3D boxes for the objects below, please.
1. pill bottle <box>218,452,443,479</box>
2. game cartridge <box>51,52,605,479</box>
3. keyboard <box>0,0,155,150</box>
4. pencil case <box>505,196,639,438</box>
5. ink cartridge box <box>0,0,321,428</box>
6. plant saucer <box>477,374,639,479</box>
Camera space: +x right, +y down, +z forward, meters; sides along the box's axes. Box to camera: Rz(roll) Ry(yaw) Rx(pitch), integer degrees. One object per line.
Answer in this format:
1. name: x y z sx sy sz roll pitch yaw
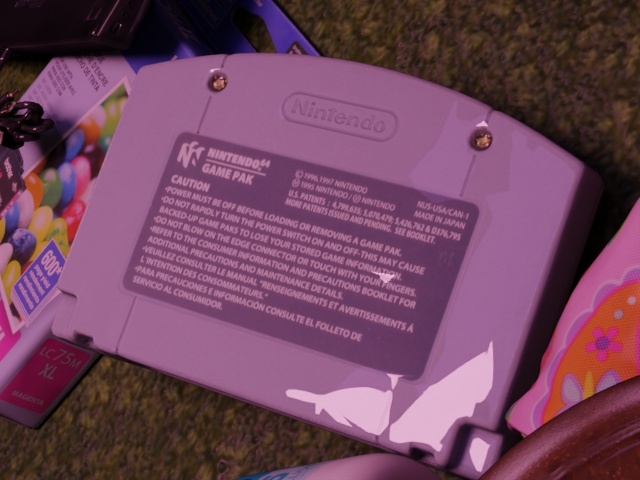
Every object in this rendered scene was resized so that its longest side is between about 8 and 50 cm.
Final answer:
1. pill bottle: -0.055 0.195 0.838 0.264 0.146 0.146 -16 59 36
2. game cartridge: 0.000 0.000 0.916 0.297 0.062 0.198 16 77 32
3. keyboard: -0.199 -0.144 1.152 0.317 0.033 0.202 8 66 59
4. pencil case: 0.199 -0.003 0.739 0.124 0.124 0.284 30 90 46
5. ink cartridge box: -0.142 -0.050 1.106 0.311 0.065 0.186 -47 46 11
6. plant saucer: 0.154 0.165 0.575 0.310 0.050 0.311 -12 55 17
